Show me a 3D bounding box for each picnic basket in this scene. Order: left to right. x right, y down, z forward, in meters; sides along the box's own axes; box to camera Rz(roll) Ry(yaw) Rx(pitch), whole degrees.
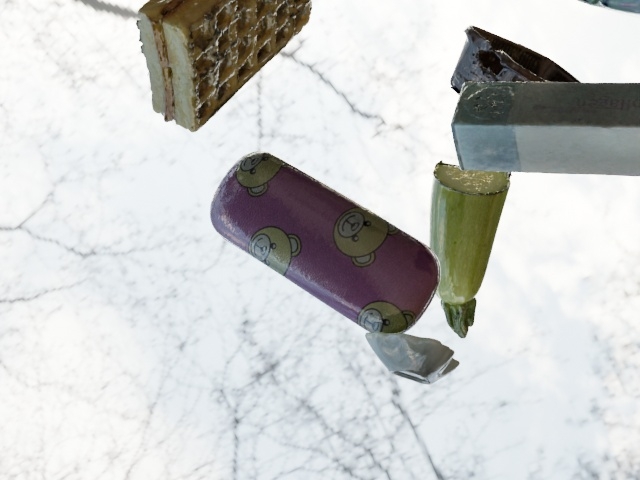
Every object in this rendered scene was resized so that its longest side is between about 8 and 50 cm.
[{"bbox_3d":[0.392,-0.291,2.340,0.297,0.129,0.222,12,-153,-40],"label":"picnic basket"}]

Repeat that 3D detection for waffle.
[{"bbox_3d":[-0.156,-0.388,2.081,0.114,0.261,0.376,29,-123,19],"label":"waffle"}]

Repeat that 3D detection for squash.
[{"bbox_3d":[0.224,0.012,1.958,0.137,0.137,0.287,14,-93,-42],"label":"squash"}]

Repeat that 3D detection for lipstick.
[{"bbox_3d":[0.286,-0.104,1.124,0.068,0.317,0.066,71,-149,-44],"label":"lipstick"}]

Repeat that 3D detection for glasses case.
[{"bbox_3d":[0.000,0.000,1.425,0.316,0.123,0.076,32,179,28],"label":"glasses case"}]

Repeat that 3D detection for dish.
[{"bbox_3d":[0.107,0.138,1.340,0.137,0.091,0.039,35,-118,-54],"label":"dish"}]

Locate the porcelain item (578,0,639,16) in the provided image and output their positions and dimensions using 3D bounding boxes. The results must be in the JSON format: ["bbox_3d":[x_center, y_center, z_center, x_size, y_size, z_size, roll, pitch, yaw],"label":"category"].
[{"bbox_3d":[0.335,-0.346,1.118,0.157,0.285,0.281,28,-163,35],"label":"porcelain item"}]
